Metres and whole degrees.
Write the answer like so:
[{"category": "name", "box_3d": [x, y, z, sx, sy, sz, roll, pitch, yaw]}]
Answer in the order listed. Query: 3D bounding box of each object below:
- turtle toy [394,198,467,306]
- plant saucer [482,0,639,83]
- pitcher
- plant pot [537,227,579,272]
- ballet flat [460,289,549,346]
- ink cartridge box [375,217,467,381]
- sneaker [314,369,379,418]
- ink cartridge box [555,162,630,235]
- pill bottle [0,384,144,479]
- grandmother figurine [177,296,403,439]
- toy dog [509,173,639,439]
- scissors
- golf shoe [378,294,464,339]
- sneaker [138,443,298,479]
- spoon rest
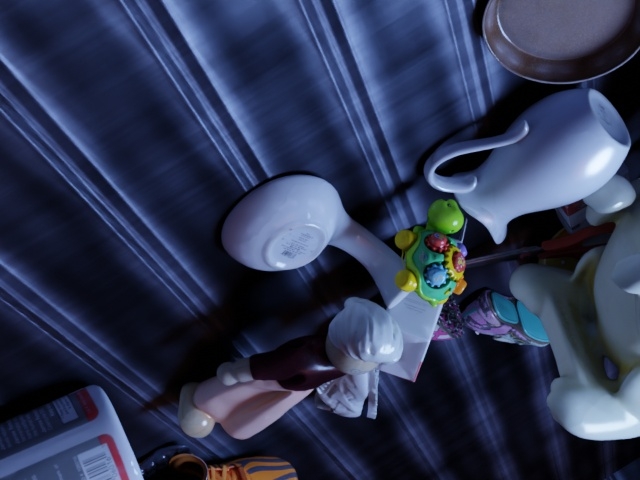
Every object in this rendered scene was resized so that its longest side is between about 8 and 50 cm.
[{"category": "turtle toy", "box_3d": [0.137, 0.015, 1.426, 0.066, 0.130, 0.095, -10, 160, 35]}, {"category": "plant saucer", "box_3d": [0.248, -0.228, 1.227, 0.169, 0.029, 0.168, 3, 142, 2]}, {"category": "pitcher", "box_3d": [0.241, -0.098, 1.429, 0.207, 0.125, 0.178, -35, 140, 31]}, {"category": "plant pot", "box_3d": [0.374, 0.045, 1.803, 0.134, 0.134, 0.095, -23, 179, -17]}, {"category": "ballet flat", "box_3d": [0.288, 0.127, 1.904, 0.079, 0.076, 0.221, -25, 154, 30]}, {"category": "ink cartridge box", "box_3d": [0.127, 0.066, 1.561, 0.115, 0.067, 0.198, 100, 11, -56]}, {"category": "sneaker", "box_3d": [0.037, 0.191, 1.717, 0.095, 0.090, 0.235, 5, 147, 3]}, {"category": "ink cartridge box", "box_3d": [0.372, -0.064, 1.671, 0.099, 0.056, 0.135, -32, 153, 3]}, {"category": "pill bottle", "box_3d": [-0.358, 0.292, 1.400, 0.283, 0.161, 0.161, -22, 152, -17]}, {"category": "grandmother figurine", "box_3d": [-0.025, 0.159, 1.491, 0.208, 0.104, 0.342, -16, 170, -44]}, {"category": "toy dog", "box_3d": [0.488, 0.044, 1.504, 0.396, 0.284, 0.408, 16, 133, -15]}, {"category": "scissors", "box_3d": [0.303, 0.008, 1.682, 0.297, 0.021, 0.109, -3, 155, -16]}, {"category": "golf shoe", "box_3d": [0.139, 0.106, 1.723, 0.086, 0.067, 0.186, -19, 157, 28]}, {"category": "sneaker", "box_3d": [-0.157, 0.367, 1.774, 0.321, 0.124, 0.180, -14, 149, -31]}, {"category": "spoon rest", "box_3d": [0.000, 0.000, 1.394, 0.137, 0.084, 0.276, -43, 138, 19]}]
